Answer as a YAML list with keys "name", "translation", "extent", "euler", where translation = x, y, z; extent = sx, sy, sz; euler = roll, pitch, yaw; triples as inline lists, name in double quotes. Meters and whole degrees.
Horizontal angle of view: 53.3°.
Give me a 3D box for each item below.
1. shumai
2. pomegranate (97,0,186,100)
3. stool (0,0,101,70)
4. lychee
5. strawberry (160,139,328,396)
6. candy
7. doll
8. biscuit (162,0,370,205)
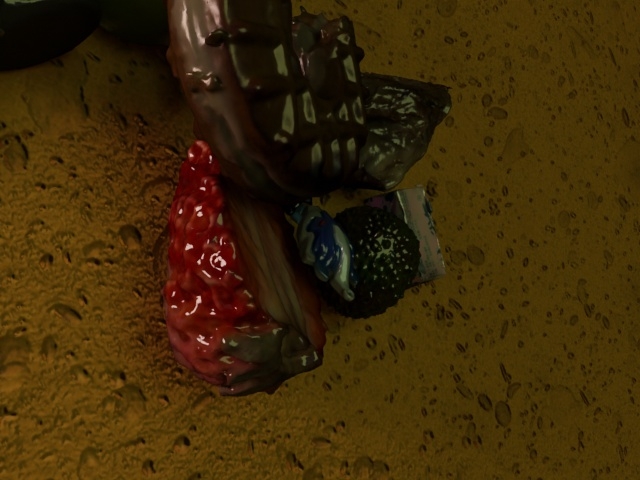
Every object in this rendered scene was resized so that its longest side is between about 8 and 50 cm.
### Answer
- name: "shumai"
  translation: [0.084, -0.165, 1.016]
  extent: [0.218, 0.184, 0.185]
  euler: [-16, 124, -50]
- name: "pomegranate"
  translation: [-0.161, -0.361, 0.816]
  extent: [0.309, 0.216, 0.359]
  euler: [-21, 92, -42]
- name: "stool"
  translation: [-0.332, -0.275, 0.674]
  extent: [0.153, 0.228, 0.139]
  euler: [-27, 95, -10]
- name: "lychee"
  translation: [0.067, 0.033, 0.932]
  extent: [0.171, 0.171, 0.171]
  euler: [10, 72, -35]
- name: "strawberry"
  translation: [-0.117, 0.027, 0.790]
  extent: [0.265, 0.149, 0.336]
  euler: [38, 31, -60]
- name: "candy"
  translation: [0.137, -0.003, 1.031]
  extent: [0.073, 0.092, 0.160]
  euler: [-11, 84, -38]
- name: "doll"
  translation: [0.000, 0.000, 0.836]
  extent: [0.096, 0.070, 0.195]
  euler: [12, 43, -46]
- name: "biscuit"
  translation: [-0.040, -0.178, 0.746]
  extent: [0.366, 0.115, 0.268]
  euler: [-15, 97, -64]
